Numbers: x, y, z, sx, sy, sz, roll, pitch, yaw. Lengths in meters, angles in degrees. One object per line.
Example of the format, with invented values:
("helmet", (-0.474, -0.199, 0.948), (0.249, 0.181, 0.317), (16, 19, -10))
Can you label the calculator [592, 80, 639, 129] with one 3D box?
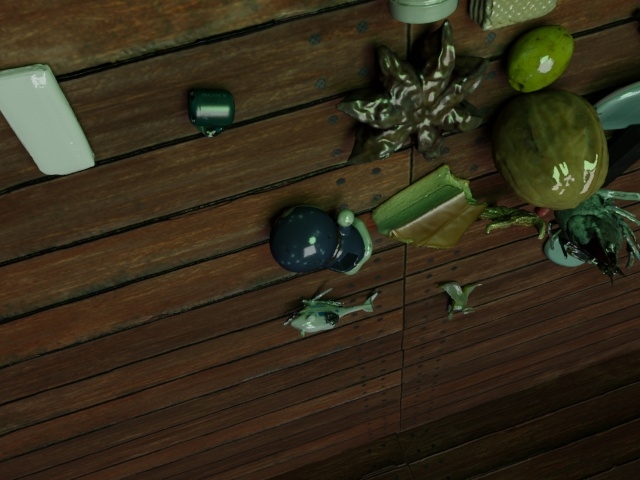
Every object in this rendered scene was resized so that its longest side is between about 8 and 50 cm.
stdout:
("calculator", (0.741, -0.311, 1.045), (0.299, 0.041, 0.185), (-10, 163, -11))

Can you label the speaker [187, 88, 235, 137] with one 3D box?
("speaker", (-0.189, -0.220, 0.795), (0.076, 0.060, 0.094), (-4, 173, -20))

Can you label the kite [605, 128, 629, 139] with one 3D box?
("kite", (0.702, -0.248, 1.185), (0.244, 0.006, 0.198), (-30, 140, 11))

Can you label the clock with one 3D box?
("clock", (0.000, 0.000, 1.056), (0.243, 0.146, 0.199), (9, 137, -42))

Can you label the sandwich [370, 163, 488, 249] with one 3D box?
("sandwich", (0.259, -0.082, 1.101), (0.220, 0.108, 0.186), (5, 134, -25))

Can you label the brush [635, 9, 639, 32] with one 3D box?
("brush", (0.749, -0.405, 0.982), (0.323, 0.070, 0.051), (13, 131, -38))

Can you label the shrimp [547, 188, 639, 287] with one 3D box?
("shrimp", (0.588, -0.061, 1.038), (0.166, 0.410, 0.221), (8, 136, -23))

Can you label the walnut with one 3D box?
("walnut", (0.471, -0.184, 0.959), (0.225, 0.260, 0.225), (-15, 160, -6))

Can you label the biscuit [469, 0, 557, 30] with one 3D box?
("biscuit", (0.298, -0.518, 0.641), (0.144, 0.078, 0.426), (-16, 140, -5))

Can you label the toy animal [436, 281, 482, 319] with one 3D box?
("toy animal", (0.472, 0.200, 1.527), (0.155, 0.095, 0.219), (-20, 142, 5))

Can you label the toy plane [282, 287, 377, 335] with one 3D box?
("toy plane", (0.040, 0.216, 1.347), (0.273, 0.107, 0.182), (8, 138, -37))

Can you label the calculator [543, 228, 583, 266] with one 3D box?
("calculator", (0.850, 0.017, 1.523), (0.295, 0.042, 0.184), (13, 130, -33))

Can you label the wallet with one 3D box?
("wallet", (-0.435, -0.182, 0.735), (0.095, 0.033, 0.190), (-12, 140, -9))

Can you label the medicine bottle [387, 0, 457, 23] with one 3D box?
("medicine bottle", (0.139, -0.437, 0.621), (0.131, 0.131, 0.250), (-18, 140, -4))

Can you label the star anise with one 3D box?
("star anise", (0.172, -0.244, 0.874), (0.316, 0.108, 0.315), (-16, 136, -16))

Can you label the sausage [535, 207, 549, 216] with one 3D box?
("sausage", (0.662, -0.148, 1.253), (0.034, 0.034, 0.253), (0, 139, -24))

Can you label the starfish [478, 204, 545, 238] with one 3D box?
("starfish", (0.461, -0.053, 1.169), (0.277, 0.236, 0.062), (-12, 110, -40))

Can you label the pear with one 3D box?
("pear", (0.411, -0.344, 0.874), (0.107, 0.107, 0.131), (25, 111, -42))

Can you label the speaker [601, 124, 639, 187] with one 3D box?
("speaker", (0.762, -0.209, 1.185), (0.082, 0.044, 0.218), (-10, 154, -13))
